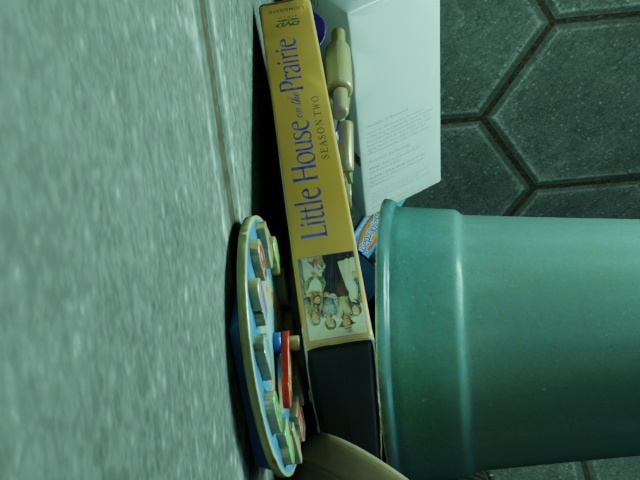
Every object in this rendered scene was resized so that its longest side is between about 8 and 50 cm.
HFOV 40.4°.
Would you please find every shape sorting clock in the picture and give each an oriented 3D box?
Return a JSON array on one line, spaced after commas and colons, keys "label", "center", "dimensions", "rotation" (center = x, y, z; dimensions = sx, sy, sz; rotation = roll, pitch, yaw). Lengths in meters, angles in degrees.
[{"label": "shape sorting clock", "center": [-0.036, 0.082, 0.688], "dimensions": [0.206, 0.040, 0.206], "rotation": [-5, 90, -87]}]

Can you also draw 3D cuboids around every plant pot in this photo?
[{"label": "plant pot", "center": [0.047, 0.293, 0.788], "dimensions": [0.110, 0.237, 0.237], "rotation": [-49, 155, -22]}, {"label": "plant pot", "center": [0.247, 0.111, 0.987], "dimensions": [0.341, 0.334, 0.341], "rotation": [-3, 90, -79]}]

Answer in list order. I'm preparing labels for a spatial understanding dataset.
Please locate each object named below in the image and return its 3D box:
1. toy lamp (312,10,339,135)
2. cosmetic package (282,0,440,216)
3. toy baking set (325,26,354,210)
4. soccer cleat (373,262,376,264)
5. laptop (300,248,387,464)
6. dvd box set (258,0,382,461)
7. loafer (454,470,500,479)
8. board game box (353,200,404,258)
[{"label": "toy lamp", "center": [-0.014, -0.198, 1.178], "dimensions": [0.275, 0.080, 0.080], "rotation": [71, 14, -66]}, {"label": "cosmetic package", "center": [0.064, -0.253, 1.315], "dimensions": [0.217, 0.156, 0.385], "rotation": [50, -19, 40]}, {"label": "toy baking set", "center": [0.021, -0.150, 1.051], "dimensions": [0.197, 0.030, 0.256], "rotation": [90, -1, -49]}, {"label": "soccer cleat", "center": [0.060, 0.154, 1.482], "dimensions": [0.116, 0.108, 0.318], "rotation": [39, -39, 37]}, {"label": "laptop", "center": [-0.002, 0.220, 1.258], "dimensions": [0.408, 0.236, 0.382], "rotation": [-46, 137, -47]}, {"label": "dvd box set", "center": [0.000, 0.000, 0.920], "dimensions": [0.307, 0.062, 0.420], "rotation": [81, 0, -55]}, {"label": "loafer", "center": [0.128, 0.435, 1.209], "dimensions": [0.366, 0.134, 0.130], "rotation": [-32, 132, -42]}, {"label": "board game box", "center": [0.074, -0.002, 1.502], "dimensions": [0.210, 0.047, 0.160], "rotation": [-58, 179, -7]}]
